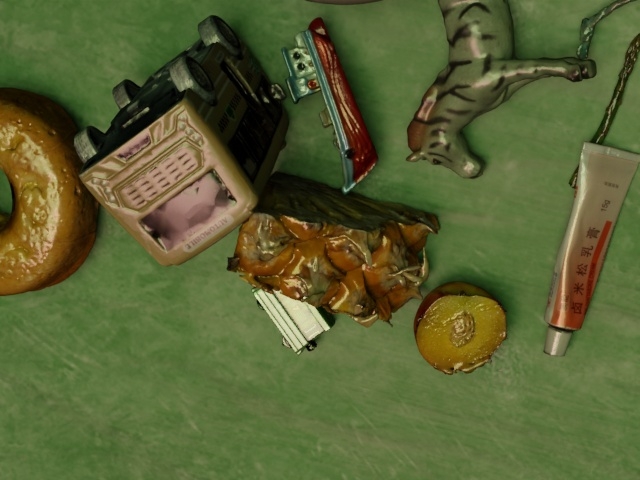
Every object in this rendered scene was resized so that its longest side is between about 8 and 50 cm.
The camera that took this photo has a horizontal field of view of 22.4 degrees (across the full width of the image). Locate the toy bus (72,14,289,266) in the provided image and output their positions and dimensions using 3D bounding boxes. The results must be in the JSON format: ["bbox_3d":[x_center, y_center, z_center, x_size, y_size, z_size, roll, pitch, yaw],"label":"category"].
[{"bbox_3d":[-0.118,-0.097,1.532,0.139,0.289,0.157,-34,104,15],"label":"toy bus"}]

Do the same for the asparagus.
[{"bbox_3d":[0.279,-0.124,1.571,0.016,0.016,0.163,29,108,25],"label":"asparagus"}]

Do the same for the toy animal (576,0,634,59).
[{"bbox_3d":[0.365,-0.214,1.506,0.252,0.070,0.079,3,73,14],"label":"toy animal"}]

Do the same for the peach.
[{"bbox_3d":[0.139,0.083,1.622,0.098,0.061,0.098,-1,119,-2],"label":"peach"}]

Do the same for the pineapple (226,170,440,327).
[{"bbox_3d":[0.000,0.000,1.596,0.236,0.186,0.115,13,104,-35],"label":"pineapple"}]

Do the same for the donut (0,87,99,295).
[{"bbox_3d":[-0.336,-0.049,1.678,0.226,0.114,0.227,2,100,11],"label":"donut"}]

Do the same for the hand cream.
[{"bbox_3d":[0.261,0.012,1.594,0.038,0.052,0.216,29,110,50],"label":"hand cream"}]

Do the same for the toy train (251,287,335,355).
[{"bbox_3d":[-0.028,0.071,1.671,0.056,0.038,0.093,-35,91,11],"label":"toy train"}]

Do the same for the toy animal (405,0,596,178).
[{"bbox_3d":[0.177,-0.176,1.544,0.170,0.090,0.255,15,101,20],"label":"toy animal"}]

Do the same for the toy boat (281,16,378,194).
[{"bbox_3d":[0.007,-0.131,1.603,0.058,0.069,0.173,-22,95,1],"label":"toy boat"}]

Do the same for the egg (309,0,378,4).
[{"bbox_3d":[0.038,-0.309,1.506,0.231,0.176,0.176,-19,96,26],"label":"egg"}]
